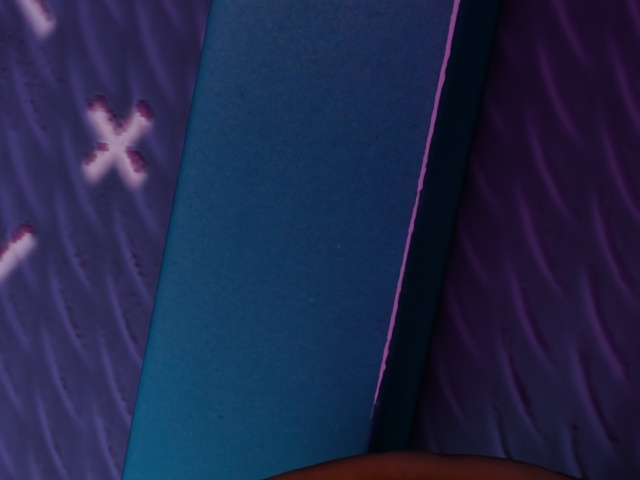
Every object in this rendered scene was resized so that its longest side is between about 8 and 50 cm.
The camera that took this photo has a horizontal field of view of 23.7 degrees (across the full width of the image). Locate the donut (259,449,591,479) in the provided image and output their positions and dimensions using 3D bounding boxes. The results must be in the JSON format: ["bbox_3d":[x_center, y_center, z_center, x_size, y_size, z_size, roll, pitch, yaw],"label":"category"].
[{"bbox_3d":[0.019,0.291,0.500,0.448,0.198,0.449,0,88,-8],"label":"donut"}]

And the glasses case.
[{"bbox_3d":[-0.001,0.000,0.632,0.117,0.070,0.301,16,99,27],"label":"glasses case"}]
